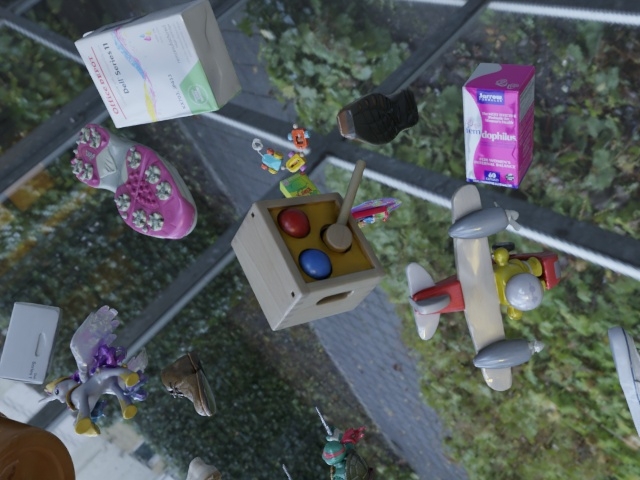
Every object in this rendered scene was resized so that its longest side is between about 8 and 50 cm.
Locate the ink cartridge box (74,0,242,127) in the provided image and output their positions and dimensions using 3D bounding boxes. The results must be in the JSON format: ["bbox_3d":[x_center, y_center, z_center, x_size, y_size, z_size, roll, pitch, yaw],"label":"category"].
[{"bbox_3d":[-0.372,-0.366,1.384,0.353,0.119,0.207,-4,123,27],"label":"ink cartridge box"}]

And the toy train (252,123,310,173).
[{"bbox_3d":[-0.088,-0.238,1.677,0.166,0.046,0.125,-7,114,27],"label":"toy train"}]

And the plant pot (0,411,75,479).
[{"bbox_3d":[-0.530,0.401,1.011,0.203,0.291,0.291,-7,136,22],"label":"plant pot"}]

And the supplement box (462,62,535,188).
[{"bbox_3d":[0.357,-0.229,1.292,0.111,0.114,0.220,12,133,30],"label":"supplement box"}]

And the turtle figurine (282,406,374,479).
[{"bbox_3d":[0.034,0.409,1.094,0.118,0.175,0.234,-9,113,39],"label":"turtle figurine"}]

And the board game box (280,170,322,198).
[{"bbox_3d":[-0.049,-0.141,2.143,0.181,0.092,0.043,52,157,27],"label":"board game box"}]

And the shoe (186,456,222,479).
[{"bbox_3d":[-0.239,0.493,1.309,0.058,0.076,0.219,40,146,16],"label":"shoe"}]

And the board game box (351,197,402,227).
[{"bbox_3d":[0.098,-0.044,1.388,0.168,0.133,0.033,-24,74,38],"label":"board game box"}]

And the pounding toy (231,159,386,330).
[{"bbox_3d":[0.000,0.000,0.672,0.130,0.141,0.100,61,139,23],"label":"pounding toy"}]

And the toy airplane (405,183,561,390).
[{"bbox_3d":[0.397,0.113,1.535,0.386,0.385,0.272,35,168,-22],"label":"toy airplane"}]

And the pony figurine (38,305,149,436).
[{"bbox_3d":[-0.680,0.428,2.006,0.363,0.351,0.303,15,142,48],"label":"pony figurine"}]

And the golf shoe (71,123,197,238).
[{"bbox_3d":[-0.262,-0.093,1.005,0.306,0.115,0.140,36,-164,37],"label":"golf shoe"}]

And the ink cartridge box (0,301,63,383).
[{"bbox_3d":[-0.623,0.218,1.402,0.092,0.161,0.219,12,169,-18],"label":"ink cartridge box"}]

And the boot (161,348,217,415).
[{"bbox_3d":[-0.354,0.398,1.734,0.305,0.115,0.112,-149,40,-67],"label":"boot"}]

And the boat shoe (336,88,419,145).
[{"bbox_3d":[0.124,-0.290,1.556,0.119,0.324,0.123,-5,101,34],"label":"boat shoe"}]

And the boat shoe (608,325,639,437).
[{"bbox_3d":[0.864,0.371,1.672,0.156,0.136,0.367,-19,104,21],"label":"boat shoe"}]
